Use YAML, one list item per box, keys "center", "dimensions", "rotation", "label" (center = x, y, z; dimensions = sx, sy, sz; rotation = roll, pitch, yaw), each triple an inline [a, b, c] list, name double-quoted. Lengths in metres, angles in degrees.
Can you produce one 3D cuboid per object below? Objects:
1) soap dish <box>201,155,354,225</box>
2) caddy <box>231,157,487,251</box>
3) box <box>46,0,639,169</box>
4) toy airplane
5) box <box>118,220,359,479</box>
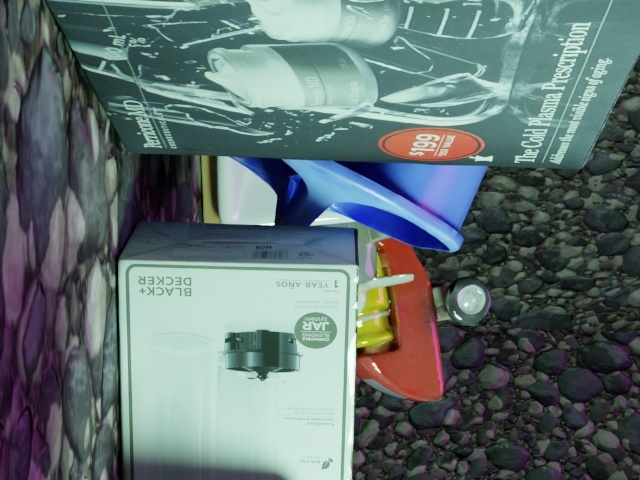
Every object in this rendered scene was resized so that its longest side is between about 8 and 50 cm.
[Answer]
- center: [-0.009, -0.156, 1.295]
  dimensions: [0.118, 0.229, 0.290]
  rotation: [-114, -159, -56]
  label: "soap dish"
- center: [0.008, -0.081, 1.068]
  dimensions: [0.179, 0.241, 0.341]
  rotation: [-64, -174, -2]
  label: "caddy"
- center: [0.020, -0.176, 0.751]
  dimensions: [0.343, 0.313, 0.178]
  rotation: [81, 12, -75]
  label: "box"
- center: [0.000, 0.000, 1.637]
  dimensions: [0.384, 0.272, 0.386]
  rotation: [45, -21, 38]
  label: "toy airplane"
- center: [-0.059, 0.137, 0.972]
  dimensions: [0.087, 0.169, 0.290]
  rotation: [-87, 178, -72]
  label: "box"
